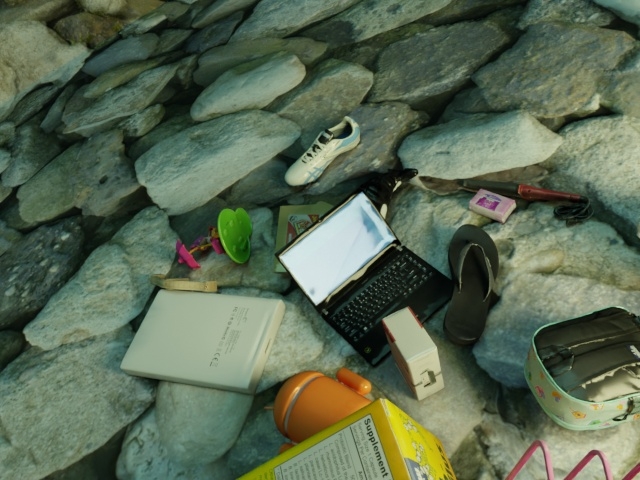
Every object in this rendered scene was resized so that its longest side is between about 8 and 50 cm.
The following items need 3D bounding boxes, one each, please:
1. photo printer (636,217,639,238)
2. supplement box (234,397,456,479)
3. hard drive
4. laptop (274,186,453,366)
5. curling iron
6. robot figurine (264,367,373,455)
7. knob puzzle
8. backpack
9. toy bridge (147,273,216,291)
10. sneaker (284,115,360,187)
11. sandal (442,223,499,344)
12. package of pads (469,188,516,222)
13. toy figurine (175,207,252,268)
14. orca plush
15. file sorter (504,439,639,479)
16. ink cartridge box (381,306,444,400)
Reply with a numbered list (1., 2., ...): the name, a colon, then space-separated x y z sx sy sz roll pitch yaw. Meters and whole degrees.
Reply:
1. photo printer: 0.676 0.033 0.906 0.256 0.107 0.307 0 31 -40
2. supplement box: 0.010 0.406 0.815 0.356 0.195 0.194 -33 44 14
3. hard drive: -0.245 0.202 1.258 0.307 0.040 0.203 2 52 24
4. laptop: 0.091 0.062 1.176 0.234 0.136 0.264 -39 48 -12
5. curling iron: 0.421 -0.093 1.246 0.274 0.035 0.068 22 62 35
6. robot figurine: 0.012 0.298 1.012 0.219 0.128 0.158 21 96 34
7. knob puzzle: 0.000 0.000 1.337 0.213 0.030 0.213 -3 59 5
8. backpack: 0.408 0.201 0.914 0.188 0.144 0.166 -7 46 -14
9. toy bridge: -0.323 0.096 1.355 0.188 0.063 0.026 4 92 33
10. sneaker: -0.001 -0.223 1.498 0.237 0.086 0.085 -41 50 -13
11. sandal: 0.287 0.072 1.130 0.097 0.054 0.254 9 56 5
12. package of pads: 0.358 -0.072 1.257 0.083 0.032 0.050 27 63 37
13. toy figurine: -0.258 0.001 1.405 0.159 0.130 0.173 -18 24 20
14. orca plush: 0.108 -0.072 1.289 0.287 0.102 0.151 -41 64 -17
15. file sorter: 0.373 0.366 0.699 0.291 0.202 0.182 9 47 2
16. ink cartridge box: 0.160 0.195 1.035 0.056 0.135 0.099 -26 47 -5
